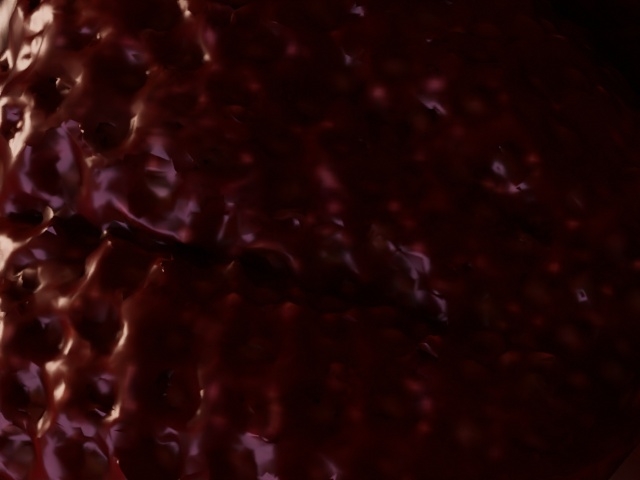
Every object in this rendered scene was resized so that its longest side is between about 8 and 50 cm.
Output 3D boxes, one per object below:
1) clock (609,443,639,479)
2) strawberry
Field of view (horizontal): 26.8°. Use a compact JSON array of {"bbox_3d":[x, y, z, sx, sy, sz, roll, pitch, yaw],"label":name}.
[{"bbox_3d":[0.142,0.155,0.681,0.309,0.114,0.284,34,158,49],"label":"clock"},{"bbox_3d":[0.000,0.000,0.460,0.288,0.250,0.239,4,174,35],"label":"strawberry"}]
